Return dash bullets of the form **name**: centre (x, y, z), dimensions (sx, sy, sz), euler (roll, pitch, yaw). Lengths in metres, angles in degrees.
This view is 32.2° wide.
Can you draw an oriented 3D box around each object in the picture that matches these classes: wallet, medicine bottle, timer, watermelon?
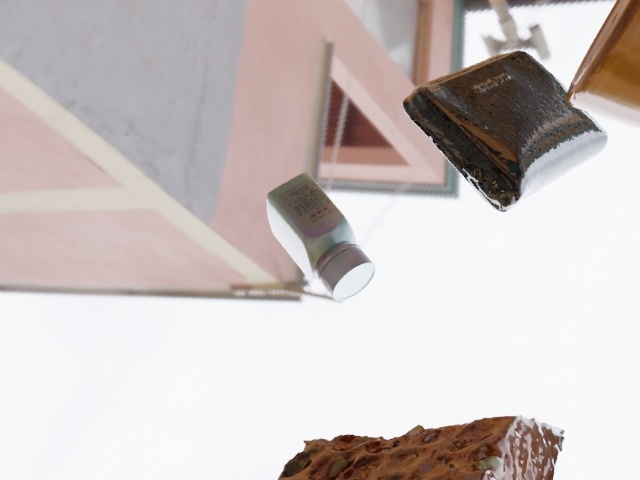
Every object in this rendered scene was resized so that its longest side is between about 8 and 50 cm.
- **wallet**: centre (0.181, -0.113, 1.061), dimensions (0.149, 0.250, 0.044), euler (49, -52, 13)
- **medicine bottle**: centre (0.000, 0.000, 1.081), dimensions (0.055, 0.074, 0.118), euler (-30, -121, -16)
- **timer**: centre (0.265, -0.116, 0.753), dimensions (0.152, 0.132, 0.132), euler (30, -101, 4)
- **watermelon**: centre (0.030, 0.167, 0.578), dimensions (0.192, 0.140, 0.257), euler (0, -144, 46)
